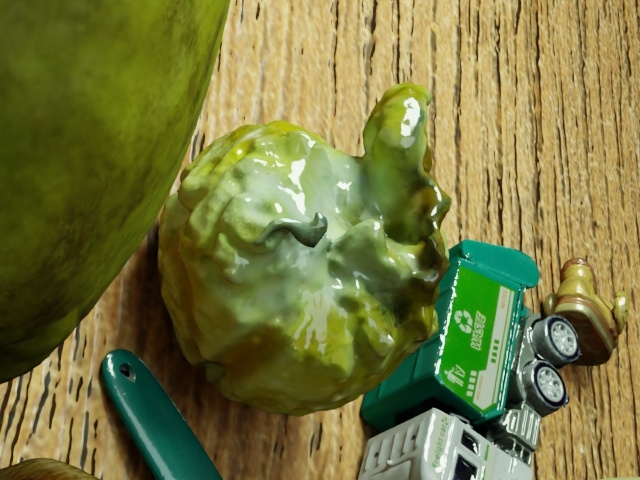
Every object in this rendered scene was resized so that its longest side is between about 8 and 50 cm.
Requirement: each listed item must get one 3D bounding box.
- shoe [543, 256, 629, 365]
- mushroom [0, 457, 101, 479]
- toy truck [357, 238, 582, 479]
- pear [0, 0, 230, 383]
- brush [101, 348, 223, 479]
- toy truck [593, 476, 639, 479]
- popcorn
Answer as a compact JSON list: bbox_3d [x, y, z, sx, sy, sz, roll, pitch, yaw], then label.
[{"bbox_3d":[0.242,0.065,1.219,0.109,0.072,0.069,35,53,-40],"label":"shoe"},{"bbox_3d":[-0.089,0.207,0.599,0.138,0.194,0.231,-42,105,-15],"label":"mushroom"},{"bbox_3d":[0.103,0.113,0.981,0.124,0.114,0.253,38,44,-19],"label":"toy truck"},{"bbox_3d":[-0.168,-0.092,0.563,0.287,0.287,0.375,7,72,-52],"label":"pear"},{"bbox_3d":[-0.077,0.151,0.788,0.043,0.032,0.193,-30,87,-50],"label":"brush"},{"bbox_3d":[0.265,0.323,0.953,0.254,0.180,0.405,-64,142,-39],"label":"toy truck"},{"bbox_3d":[0.000,0.000,0.825,0.198,0.212,0.198,53,5,-7],"label":"popcorn"}]
